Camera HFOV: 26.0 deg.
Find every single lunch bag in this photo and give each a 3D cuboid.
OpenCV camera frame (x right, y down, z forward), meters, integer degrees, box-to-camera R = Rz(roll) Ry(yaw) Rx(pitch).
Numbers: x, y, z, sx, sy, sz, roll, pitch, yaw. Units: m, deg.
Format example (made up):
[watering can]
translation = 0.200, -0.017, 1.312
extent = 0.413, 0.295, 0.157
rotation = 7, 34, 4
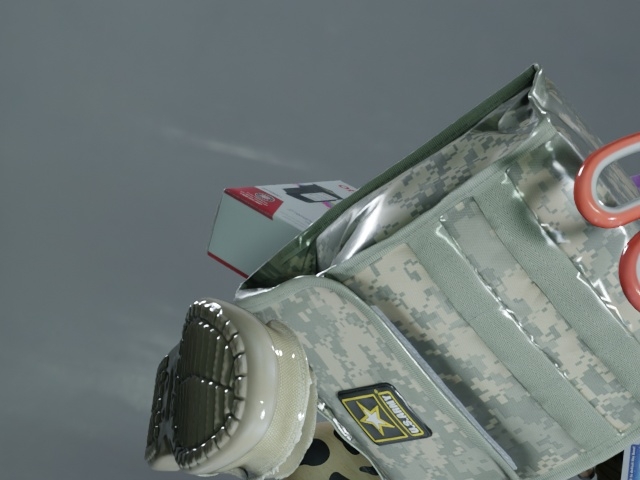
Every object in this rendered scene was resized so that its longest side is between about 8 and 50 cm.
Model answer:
[lunch bag]
translation = 0.109, 0.057, 0.986
extent = 0.235, 0.287, 0.169
rotation = 49, 20, -14

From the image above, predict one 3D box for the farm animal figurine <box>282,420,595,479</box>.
[farm animal figurine]
translation = 0.094, 0.262, 1.335
extent = 0.327, 0.172, 0.330
rotation = 21, 66, 24

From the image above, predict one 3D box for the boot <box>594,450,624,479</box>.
[boot]
translation = 0.375, 0.311, 1.319
extent = 0.269, 0.089, 0.236
rotation = 41, 33, -33

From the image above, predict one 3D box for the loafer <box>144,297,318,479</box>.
[loafer]
translation = -0.043, 0.094, 0.823
extent = 0.092, 0.101, 0.268
rotation = 7, -10, -14

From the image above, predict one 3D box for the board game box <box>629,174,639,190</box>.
[board game box]
translation = 0.372, -0.023, 1.355
extent = 0.347, 0.056, 0.208
rotation = -13, -25, 38

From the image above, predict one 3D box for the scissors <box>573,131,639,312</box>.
[scissors]
translation = 0.291, -0.035, 0.791
extent = 0.297, 0.109, 0.021
rotation = -15, -8, -7

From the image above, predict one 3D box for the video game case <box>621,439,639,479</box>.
[video game case]
translation = 0.305, 0.204, 1.128
extent = 0.122, 0.087, 0.011
rotation = 2, -15, 30

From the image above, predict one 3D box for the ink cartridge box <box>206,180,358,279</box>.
[ink cartridge box]
translation = 0.000, 0.000, 1.327
extent = 0.127, 0.072, 0.175
rotation = 29, 23, 34
